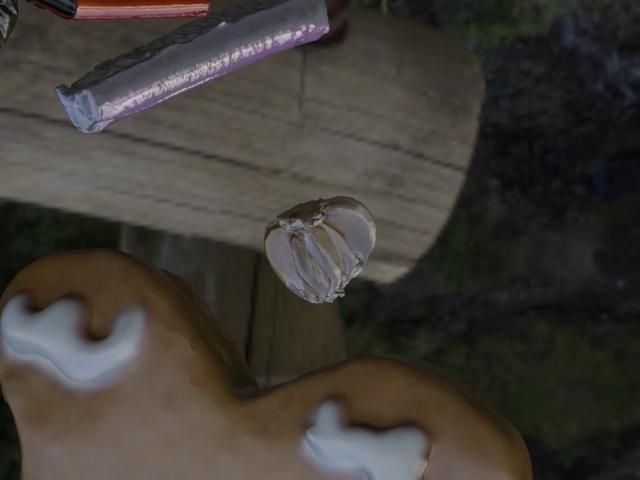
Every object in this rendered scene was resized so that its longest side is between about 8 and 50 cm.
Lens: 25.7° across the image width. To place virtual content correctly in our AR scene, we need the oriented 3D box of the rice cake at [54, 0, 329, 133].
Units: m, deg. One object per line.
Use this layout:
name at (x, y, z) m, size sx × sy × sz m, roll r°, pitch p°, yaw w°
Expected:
rice cake at (-0.100, -0.153, 1.164) m, size 0.270 × 0.055 × 0.049 m, roll -28°, pitch -149°, yaw -36°

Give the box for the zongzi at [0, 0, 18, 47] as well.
zongzi at (-0.435, -0.282, 1.318) m, size 0.300 × 0.138 × 0.286 m, roll 55°, pitch 155°, yaw -20°

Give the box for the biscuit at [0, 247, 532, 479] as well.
biscuit at (-0.049, 0.186, 0.457) m, size 0.216 × 0.339 × 0.047 m, roll 18°, pitch -173°, yaw 17°

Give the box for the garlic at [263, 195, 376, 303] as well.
garlic at (0.003, 0.001, 1.233) m, size 0.113 × 0.074 × 0.094 m, roll -16°, pitch 120°, yaw 39°

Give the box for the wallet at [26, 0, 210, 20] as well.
wallet at (-0.262, -0.316, 1.791) m, size 0.204 × 0.045 × 0.142 m, roll -9°, pitch -152°, yaw -40°
